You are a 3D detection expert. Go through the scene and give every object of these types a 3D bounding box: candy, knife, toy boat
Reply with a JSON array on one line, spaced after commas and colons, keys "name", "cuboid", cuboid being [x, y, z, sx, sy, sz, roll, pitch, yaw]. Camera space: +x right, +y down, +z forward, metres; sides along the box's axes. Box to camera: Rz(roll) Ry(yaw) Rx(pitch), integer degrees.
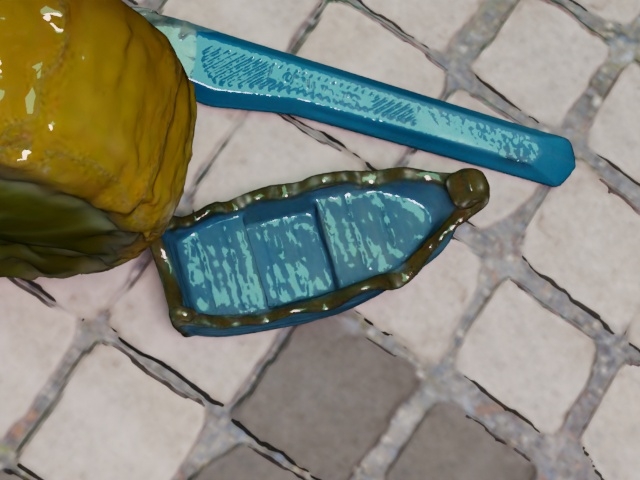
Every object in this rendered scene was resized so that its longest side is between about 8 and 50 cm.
[{"name": "candy", "cuboid": [-0.184, -0.058, 0.668, 0.260, 0.260, 0.118, 8, 74, -10]}, {"name": "knife", "cuboid": [0.008, -0.078, 0.843, 0.296, 0.026, 0.044, 16, 73, -11]}, {"name": "toy boat", "cuboid": [0.000, 0.000, 0.787, 0.185, 0.077, 0.075, -12, 76, -16]}]
